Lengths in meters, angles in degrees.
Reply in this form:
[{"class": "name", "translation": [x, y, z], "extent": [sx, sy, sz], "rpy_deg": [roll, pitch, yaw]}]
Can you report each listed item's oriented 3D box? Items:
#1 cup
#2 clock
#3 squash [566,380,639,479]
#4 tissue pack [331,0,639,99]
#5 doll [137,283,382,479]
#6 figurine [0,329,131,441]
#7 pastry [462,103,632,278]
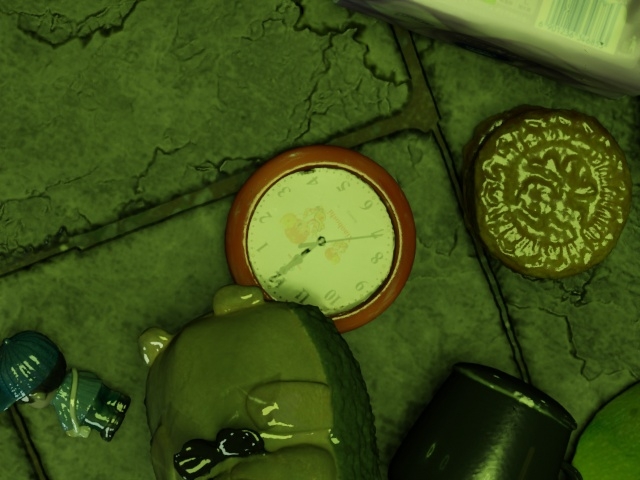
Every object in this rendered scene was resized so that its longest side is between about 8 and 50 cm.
[{"class": "cup", "translation": [0.192, 0.238, 1.647], "extent": [0.223, 0.169, 0.177], "rpy_deg": [29, 81, -24]}, {"class": "clock", "translation": [0.000, 0.000, 1.659], "extent": [0.205, 0.051, 0.205], "rpy_deg": [0, 93, -4]}, {"class": "squash", "translation": [0.437, 0.247, 1.720], "extent": [0.309, 0.210, 0.234], "rpy_deg": [-18, 97, 23]}, {"class": "tissue pack", "translation": [0.198, -0.311, 1.618], "extent": [0.338, 0.160, 0.242], "rpy_deg": [19, 89, -6]}, {"class": "doll", "translation": [-0.055, 0.220, 1.529], "extent": [0.247, 0.247, 0.350], "rpy_deg": [-18, 68, -6]}, {"class": "figurine", "translation": [-0.274, 0.156, 1.623], "extent": [0.149, 0.087, 0.086], "rpy_deg": [27, 51, -8]}, {"class": "pastry", "translation": [0.239, -0.054, 1.660], "extent": [0.188, 0.103, 0.189], "rpy_deg": [0, 92, -7]}]
